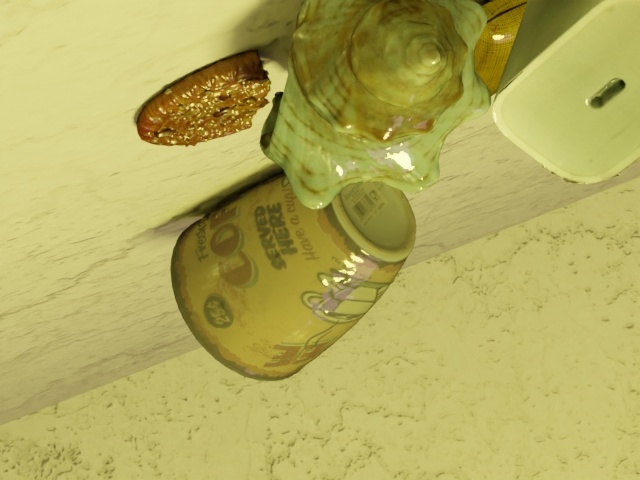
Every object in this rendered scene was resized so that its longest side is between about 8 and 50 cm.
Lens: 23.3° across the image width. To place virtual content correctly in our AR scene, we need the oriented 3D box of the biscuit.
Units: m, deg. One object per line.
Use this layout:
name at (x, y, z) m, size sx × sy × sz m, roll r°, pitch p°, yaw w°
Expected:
biscuit at (-0.106, -0.117, 1.407) m, size 0.126 × 0.025 × 0.206 m, roll -20°, pitch 171°, yaw -8°

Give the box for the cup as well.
cup at (0.000, 0.000, 1.885) m, size 0.257 × 0.227 × 0.301 m, roll -32°, pitch -165°, yaw 36°

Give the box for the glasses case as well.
glasses case at (0.160, -0.182, 1.517) m, size 0.079 × 0.064 × 0.234 m, roll -27°, pitch 172°, yaw -10°

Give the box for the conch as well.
conch at (0.041, -0.113, 1.246) m, size 0.203 × 0.169 × 0.386 m, roll -46°, pitch 176°, yaw -10°

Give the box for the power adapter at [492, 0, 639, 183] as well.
power adapter at (0.253, -0.192, 1.262) m, size 0.187 × 0.124 × 0.255 m, roll -41°, pitch -162°, yaw 43°
